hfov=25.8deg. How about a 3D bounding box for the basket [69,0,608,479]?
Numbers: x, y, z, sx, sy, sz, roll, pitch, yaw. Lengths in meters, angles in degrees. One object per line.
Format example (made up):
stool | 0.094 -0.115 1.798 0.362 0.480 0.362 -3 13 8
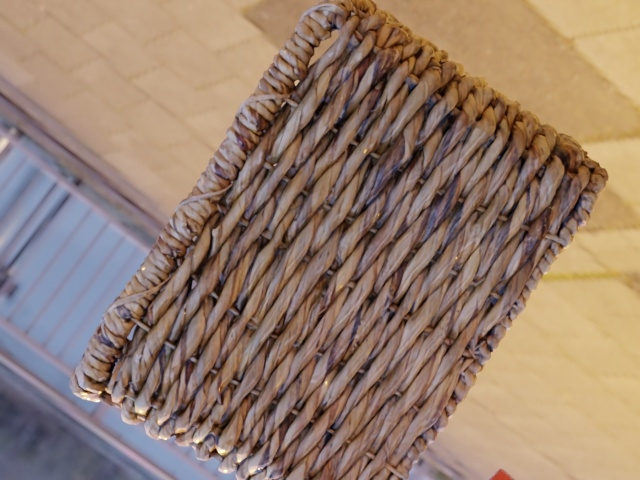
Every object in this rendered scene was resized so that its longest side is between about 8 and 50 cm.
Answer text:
basket | 0.000 0.000 0.924 0.223 0.299 0.213 30 -171 -15

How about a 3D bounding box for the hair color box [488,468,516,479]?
hair color box | 0.048 0.185 0.611 0.053 0.167 0.093 41 175 29
